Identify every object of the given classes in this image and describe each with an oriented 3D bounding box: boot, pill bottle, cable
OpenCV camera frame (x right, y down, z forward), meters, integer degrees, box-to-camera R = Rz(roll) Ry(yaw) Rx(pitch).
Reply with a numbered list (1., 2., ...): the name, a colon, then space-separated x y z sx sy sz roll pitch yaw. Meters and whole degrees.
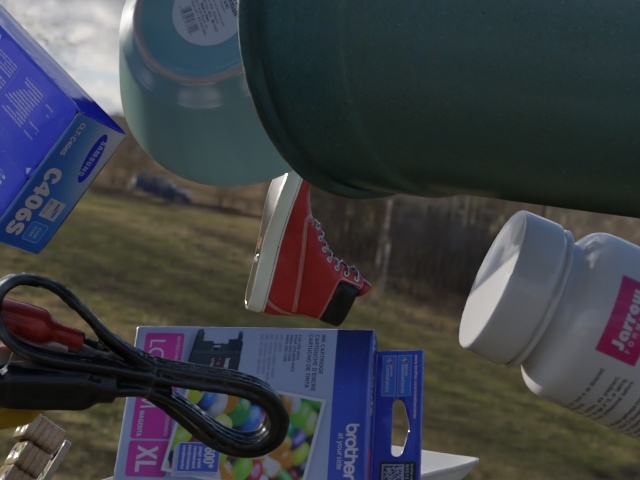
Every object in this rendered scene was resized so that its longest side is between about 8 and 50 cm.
1. boot: 0.000 0.000 1.907 0.176 0.244 0.088 11 10 -11
2. pill bottle: 0.279 0.090 1.161 0.283 0.160 0.160 23 1 -5
3. cable: -0.159 0.093 0.999 0.287 0.139 0.072 7 14 -23

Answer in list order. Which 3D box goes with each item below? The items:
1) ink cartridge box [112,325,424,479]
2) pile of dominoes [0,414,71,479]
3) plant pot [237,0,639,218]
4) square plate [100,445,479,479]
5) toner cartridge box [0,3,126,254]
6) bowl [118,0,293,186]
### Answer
1. ink cartridge box: -0.049 0.183 1.355 0.311 0.186 0.065 2 -30 6
2. pile of dominoes: -0.360 0.300 1.376 0.040 0.251 0.196 37 -24 -16
3. plant pot: 0.174 -0.162 0.941 0.334 0.341 0.341 18 9 42
4. square plate: -0.048 0.291 1.524 0.344 0.049 0.347 -1 4 42
5. toner cartridge box: -0.366 -0.151 1.423 0.348 0.165 0.075 45 12 36
6. bowl: -0.115 -0.234 1.542 0.311 0.312 0.163 8 -15 14
